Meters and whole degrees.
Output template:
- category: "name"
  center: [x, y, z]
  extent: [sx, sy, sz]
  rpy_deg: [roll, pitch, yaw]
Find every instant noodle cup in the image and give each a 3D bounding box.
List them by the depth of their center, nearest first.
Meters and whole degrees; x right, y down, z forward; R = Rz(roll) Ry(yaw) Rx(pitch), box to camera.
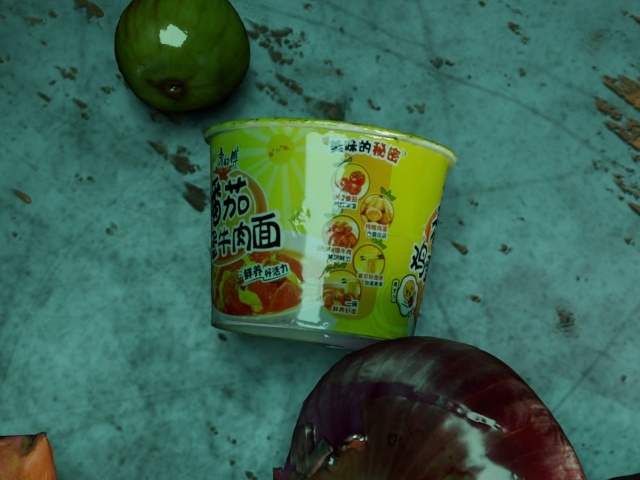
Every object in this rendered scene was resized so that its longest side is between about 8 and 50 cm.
- category: "instant noodle cup"
  center: [0.000, 0.000, 1.508]
  extent: [0.264, 0.264, 0.200]
  rpy_deg: [6, 81, 2]

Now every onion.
- category: "onion"
  center: [0.130, 0.256, 1.428]
  extent: [0.285, 0.347, 0.347]
  rpy_deg: [-11, 68, -48]

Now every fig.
- category: "fig"
  center: [-0.156, -0.228, 1.634]
  extent: [0.142, 0.148, 0.186]
  rpy_deg: [-23, 36, 8]

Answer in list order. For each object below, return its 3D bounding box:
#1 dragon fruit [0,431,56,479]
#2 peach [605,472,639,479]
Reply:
- category: "dragon fruit"
  center: [-0.367, 0.294, 1.416]
  extent: [0.291, 0.290, 0.189]
  rpy_deg: [-10, 79, -2]
- category: "peach"
  center: [0.326, 0.284, 1.472]
  extent: [0.152, 0.152, 0.152]
  rpy_deg: [0, 74, 0]
